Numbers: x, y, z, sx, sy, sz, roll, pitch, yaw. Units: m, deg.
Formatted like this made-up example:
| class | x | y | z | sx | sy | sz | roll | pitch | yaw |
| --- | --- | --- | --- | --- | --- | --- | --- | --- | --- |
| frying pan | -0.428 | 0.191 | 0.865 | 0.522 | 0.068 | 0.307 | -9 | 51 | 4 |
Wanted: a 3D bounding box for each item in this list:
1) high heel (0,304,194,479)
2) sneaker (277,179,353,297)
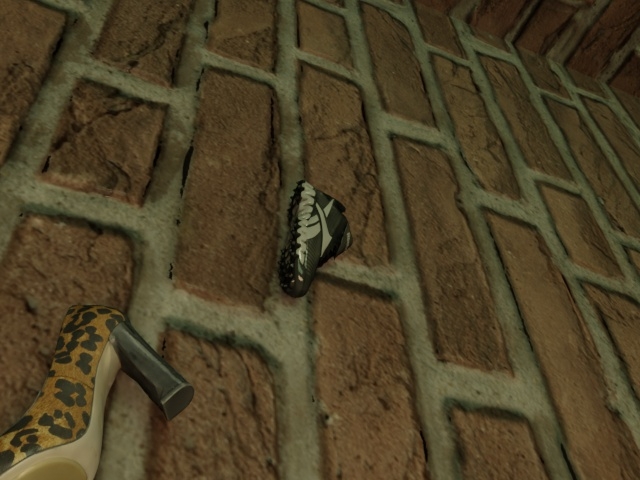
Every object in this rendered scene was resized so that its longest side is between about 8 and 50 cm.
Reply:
| class | x | y | z | sx | sy | sz | roll | pitch | yaw |
| --- | --- | --- | --- | --- | --- | --- | --- | --- | --- |
| high heel | -0.280 | 0.162 | 0.628 | 0.186 | 0.093 | 0.261 | 33 | 44 | 31 |
| sneaker | 0.000 | 0.000 | 0.964 | 0.106 | 0.078 | 0.234 | 19 | 38 | -11 |
